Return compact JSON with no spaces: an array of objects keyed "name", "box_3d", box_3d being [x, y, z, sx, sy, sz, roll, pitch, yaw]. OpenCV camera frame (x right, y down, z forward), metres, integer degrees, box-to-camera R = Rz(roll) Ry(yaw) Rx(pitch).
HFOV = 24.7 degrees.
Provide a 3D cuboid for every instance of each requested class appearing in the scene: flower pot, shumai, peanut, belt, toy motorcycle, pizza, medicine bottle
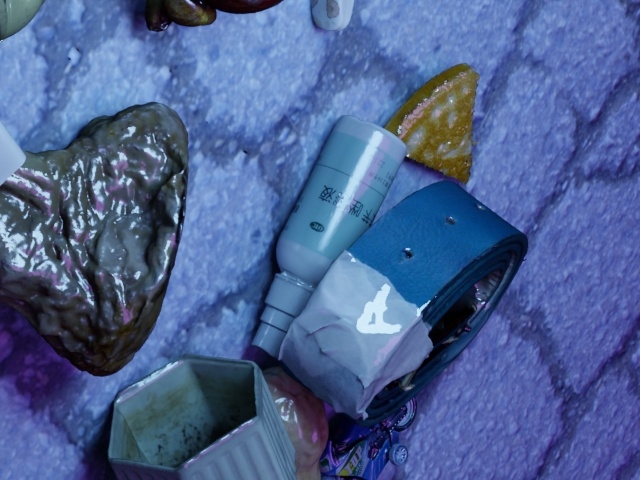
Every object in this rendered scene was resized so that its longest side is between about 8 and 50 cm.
[{"name":"flower pot","box_3d":[-0.151,0.289,1.943,0.209,0.239,0.189,-16,121,6]},{"name":"shumai","box_3d":[-0.314,-0.015,1.784,0.283,0.217,0.346,9,87,-11]},{"name":"peanut","box_3d":[-0.047,0.305,2.109,0.123,0.123,0.256,-16,111,-37]},{"name":"belt","box_3d":[0.125,0.083,2.066,0.436,0.173,0.300,-36,155,-51]},{"name":"toy motorcycle","box_3d":[0.058,0.298,2.223,0.254,0.092,0.135,-53,122,-26]},{"name":"pizza","box_3d":[0.178,-0.159,2.199,0.188,0.062,0.199,-38,132,-11]},{"name":"medicine bottle","box_3d":[0.000,0.000,2.058,0.110,0.110,0.352,32,82,-42]}]

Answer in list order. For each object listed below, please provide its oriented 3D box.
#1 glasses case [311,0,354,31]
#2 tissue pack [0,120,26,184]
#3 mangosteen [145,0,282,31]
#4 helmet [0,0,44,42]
[{"name":"glasses case","box_3d":[0.019,-0.367,1.989,0.041,0.063,0.164,-9,110,-41]},{"name":"tissue pack","box_3d":[-0.452,-0.109,1.541,0.159,0.246,0.136,-48,130,-20]},{"name":"mangosteen","box_3d":[-0.128,-0.355,1.790,0.215,0.215,0.257,20,122,-43]},{"name":"helmet","box_3d":[-0.383,-0.318,1.606,0.204,0.137,0.257,-49,129,-18]}]
